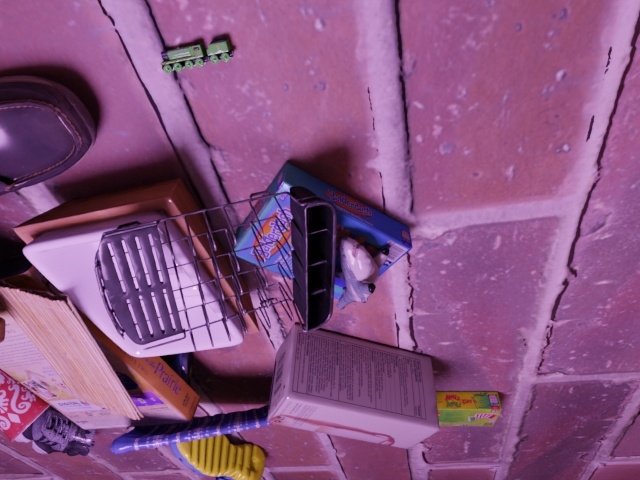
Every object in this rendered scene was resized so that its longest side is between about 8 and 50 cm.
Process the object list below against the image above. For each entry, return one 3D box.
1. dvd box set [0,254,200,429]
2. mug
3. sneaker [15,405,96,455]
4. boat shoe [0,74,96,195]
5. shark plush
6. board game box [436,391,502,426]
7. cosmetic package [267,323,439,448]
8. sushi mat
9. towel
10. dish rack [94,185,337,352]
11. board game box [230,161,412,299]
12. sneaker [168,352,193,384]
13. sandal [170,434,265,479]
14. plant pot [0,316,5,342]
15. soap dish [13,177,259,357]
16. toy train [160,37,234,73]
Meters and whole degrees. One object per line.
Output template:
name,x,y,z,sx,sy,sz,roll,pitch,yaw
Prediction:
dvd box set,-0.461,0.210,0.820,0.307,0.062,0.421,-14,126,23
mug,-0.664,0.320,0.939,0.169,0.113,0.150,46,147,-10
sneaker,-0.648,0.467,1.116,0.152,0.102,0.269,8,141,-6
boat shoe,-0.429,-0.082,0.525,0.354,0.130,0.132,-13,133,16
shark plush,0.047,0.050,0.645,0.067,0.073,0.161,23,156,6
board game box,0.309,0.387,1.022,0.181,0.043,0.092,-1,135,4
cosmetic package,0.062,0.286,0.859,0.295,0.153,0.129,17,135,-12
sushi mat,-0.394,0.184,0.712,0.151,0.019,0.317,11,132,18
towel,-0.234,0.381,0.932,0.335,0.040,0.243,-6,165,-11
dish rack,-0.118,0.048,0.544,0.271,0.074,0.209,-14,128,-19
board game box,0.000,0.000,0.646,0.210,0.047,0.160,26,131,-22
sneaker,-0.317,0.297,0.945,0.082,0.069,0.209,13,135,-11
sandal,-0.293,0.584,1.201,0.138,0.126,0.317,-19,130,26
plant pot,-0.557,0.084,0.590,0.236,0.110,0.237,3,175,0
soap dish,-0.244,0.048,0.657,0.228,0.118,0.291,-10,134,13
toy train,-0.133,-0.198,0.476,0.083,0.017,0.024,-7,125,10
